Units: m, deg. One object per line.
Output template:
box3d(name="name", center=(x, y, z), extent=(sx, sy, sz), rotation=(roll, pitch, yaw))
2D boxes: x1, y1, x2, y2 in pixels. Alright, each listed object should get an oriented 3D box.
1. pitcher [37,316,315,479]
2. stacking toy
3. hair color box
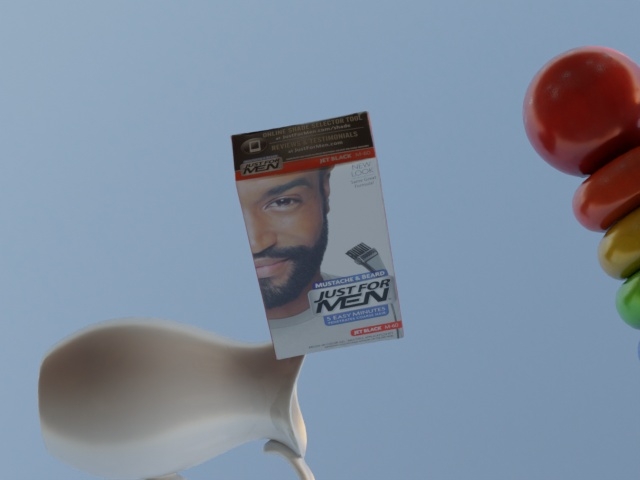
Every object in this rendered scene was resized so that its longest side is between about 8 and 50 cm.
box3d(name="pitcher", center=(-0.106, 0.145, 1.148), extent=(0.207, 0.125, 0.177), rotation=(-3, -90, 2))
box3d(name="stacking toy", center=(0.243, 0.015, 0.982), extent=(0.141, 0.141, 0.330), rotation=(-29, -103, 3))
box3d(name="hair color box", center=(0.000, 0.000, 0.992), extent=(0.093, 0.167, 0.053), rotation=(-10, -139, 2))
